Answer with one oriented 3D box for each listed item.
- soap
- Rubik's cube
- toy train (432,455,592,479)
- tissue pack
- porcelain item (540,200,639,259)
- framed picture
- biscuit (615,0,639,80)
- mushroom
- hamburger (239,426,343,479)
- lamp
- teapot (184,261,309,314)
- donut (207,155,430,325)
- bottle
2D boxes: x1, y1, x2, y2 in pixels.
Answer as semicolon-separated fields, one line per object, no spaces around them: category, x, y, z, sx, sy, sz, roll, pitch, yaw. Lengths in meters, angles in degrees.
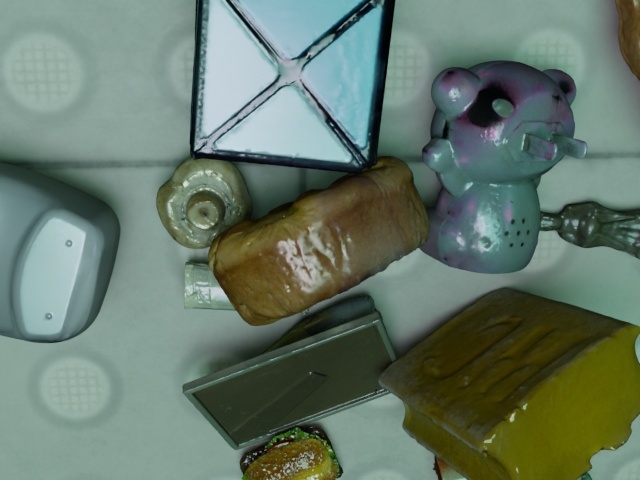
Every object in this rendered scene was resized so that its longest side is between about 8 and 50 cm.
soap;0.285;0.216;1.257;0.293;0.335;0.156;-35;107;-12
Rubik's cube;-0.050;-0.241;1.157;0.248;0.250;0.246;2;108;-8
toy train;0.329;0.420;1.486;0.285;0.116;0.177;-13;97;0
tissue pack;-0.462;0.005;1.218;0.333;0.236;0.229;16;97;-10
porcelain item;0.442;-0.024;1.371;0.216;0.069;0.081;9;112;-3
framed picture;-0.031;0.233;1.370;0.324;0.020;0.240;-21;142;4
biscuit;0.601;-0.296;1.234;0.350;0.078;0.455;-15;92;-13
mushroom;-0.173;-0.057;1.278;0.148;0.112;0.148;-1;116;-2
hamburger;-0.052;0.389;1.448;0.166;0.087;0.137;-23;108;3
lamp;0.263;-0.103;1.230;0.247;0.247;0.301;-3;109;-26
teapot;-0.112;0.060;1.345;0.200;0.077;0.107;4;88;-6
donut;0.000;0.000;1.200;0.317;0.299;0.150;-26;89;0
bottle;-0.028;0.172;1.381;0.270;0.083;0.083;-25;109;7
